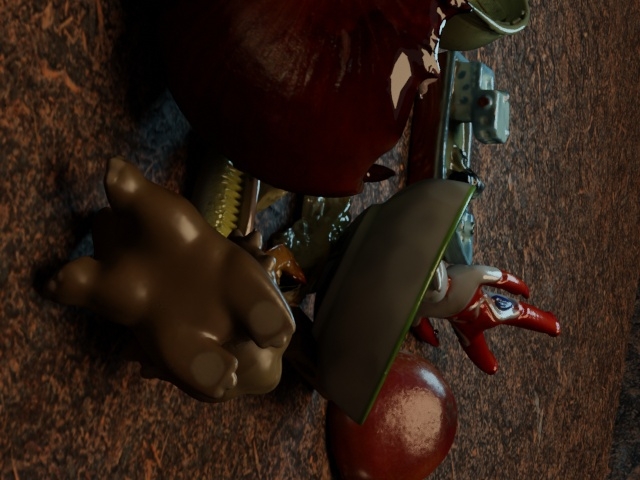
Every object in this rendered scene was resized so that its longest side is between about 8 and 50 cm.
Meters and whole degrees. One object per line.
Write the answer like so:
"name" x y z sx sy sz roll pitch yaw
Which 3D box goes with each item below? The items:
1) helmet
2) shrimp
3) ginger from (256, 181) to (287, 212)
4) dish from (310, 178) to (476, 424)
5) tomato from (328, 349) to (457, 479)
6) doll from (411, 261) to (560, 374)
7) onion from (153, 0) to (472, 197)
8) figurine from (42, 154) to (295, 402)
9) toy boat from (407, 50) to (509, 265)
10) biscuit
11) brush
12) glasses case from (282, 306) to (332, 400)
"helmet" 0.182 -0.352 2.087 0.257 0.137 0.204 5 50 -51
"shrimp" -0.062 0.053 1.572 0.287 0.063 0.152 -32 152 -59
"ginger" -0.043 -0.117 1.655 0.122 0.115 0.193 57 44 -20
"dish" 0.066 0.053 1.722 0.324 0.124 0.324 -63 175 -9
"tomato" 0.115 0.246 1.969 0.233 0.139 0.200 -7 92 -66
"doll" 0.220 0.099 2.169 0.384 0.188 0.099 35 28 -50
"onion" -0.011 -0.220 1.434 0.341 0.341 0.341 2 90 -67
"figurine" -0.134 0.050 1.360 0.177 0.247 0.173 -62 -169 -1
"toy boat" 0.220 -0.123 2.191 0.145 0.133 0.332 22 72 -66
"biscuit" 0.000 0.000 1.785 0.183 0.061 0.118 -63 148 -45
"brush" -0.097 -0.119 1.550 0.067 0.072 0.313 30 62 -49
"glasses case" -0.015 0.145 1.786 0.170 0.041 0.065 50 33 -56
